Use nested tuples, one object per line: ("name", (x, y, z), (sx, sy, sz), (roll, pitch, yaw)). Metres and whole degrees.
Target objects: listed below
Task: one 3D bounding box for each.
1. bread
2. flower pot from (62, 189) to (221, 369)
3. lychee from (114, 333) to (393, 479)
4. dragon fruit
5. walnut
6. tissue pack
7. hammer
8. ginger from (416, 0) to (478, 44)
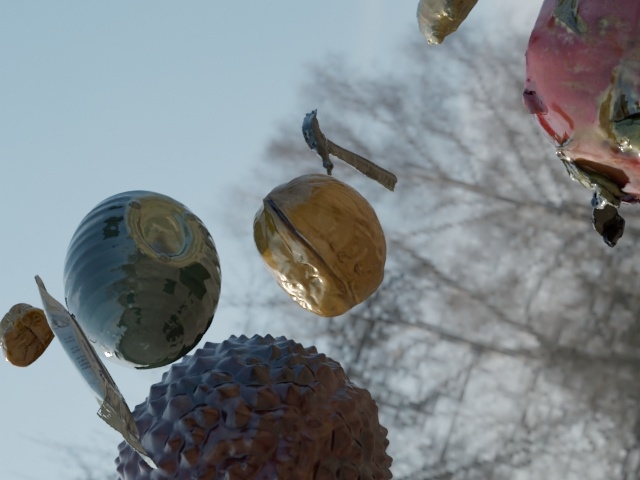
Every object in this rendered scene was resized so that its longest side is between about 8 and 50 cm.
("bread", (-0.378, 0.120, 1.919), (0.083, 0.046, 0.081), (-32, -46, -31))
("flower pot", (-0.212, 0.043, 1.788), (0.243, 0.189, 0.157), (-103, 32, -51))
("lychee", (-0.103, 0.353, 2.240), (0.424, 0.425, 0.500), (-63, 6, -26))
("dragon fruit", (0.336, -0.140, 1.299), (0.250, 0.291, 0.269), (42, -116, -61))
("walnut", (0.000, 0.000, 1.735), (0.180, 0.144, 0.144), (47, -126, -25))
("tissue pack", (-0.222, 0.130, 1.455), (0.026, 0.193, 0.122), (-31, -39, -8))
("hammer", (0.054, -0.121, 2.320), (0.297, 0.027, 0.125), (24, -139, -60))
("ginger", (0.178, -0.338, 2.032), (0.115, 0.081, 0.205), (-43, -1, -23))
